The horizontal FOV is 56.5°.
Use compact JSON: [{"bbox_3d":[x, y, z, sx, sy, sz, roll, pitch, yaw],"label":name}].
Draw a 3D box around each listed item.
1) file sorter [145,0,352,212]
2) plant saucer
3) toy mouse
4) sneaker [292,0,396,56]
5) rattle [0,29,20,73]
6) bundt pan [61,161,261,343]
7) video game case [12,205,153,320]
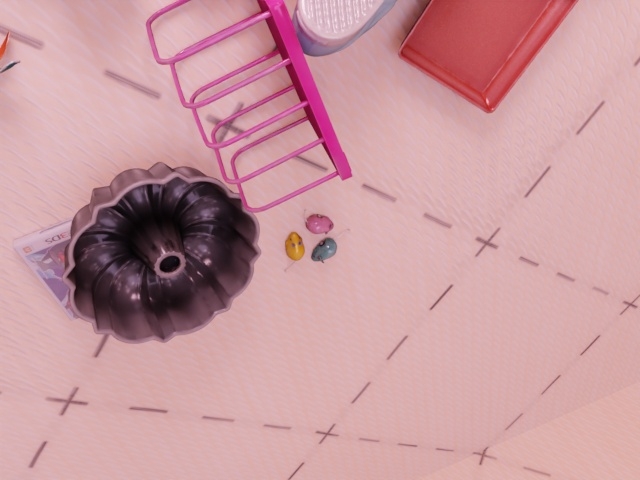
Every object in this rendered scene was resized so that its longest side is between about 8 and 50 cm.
[{"bbox_3d":[-0.105,-0.216,0.886,0.182,0.202,0.291,-26,133,1],"label":"file sorter"},{"bbox_3d":[0.286,-0.383,1.029,0.259,0.048,0.258,19,117,-34],"label":"plant saucer"},{"bbox_3d":[0.000,0.000,1.216,0.143,0.031,0.161,-10,129,-17],"label":"toy mouse"},{"bbox_3d":[0.084,-0.413,0.881,0.366,0.150,0.135,-43,100,-12],"label":"sneaker"},{"bbox_3d":[-0.497,-0.192,0.817,0.199,0.130,0.143,-39,150,-28],"label":"rattle"},{"bbox_3d":[-0.274,0.009,1.018,0.330,0.124,0.331,-18,129,-23],"label":"bundt pan"},{"bbox_3d":[-0.410,0.042,1.071,0.183,0.023,0.201,-22,132,-6],"label":"video game case"}]
